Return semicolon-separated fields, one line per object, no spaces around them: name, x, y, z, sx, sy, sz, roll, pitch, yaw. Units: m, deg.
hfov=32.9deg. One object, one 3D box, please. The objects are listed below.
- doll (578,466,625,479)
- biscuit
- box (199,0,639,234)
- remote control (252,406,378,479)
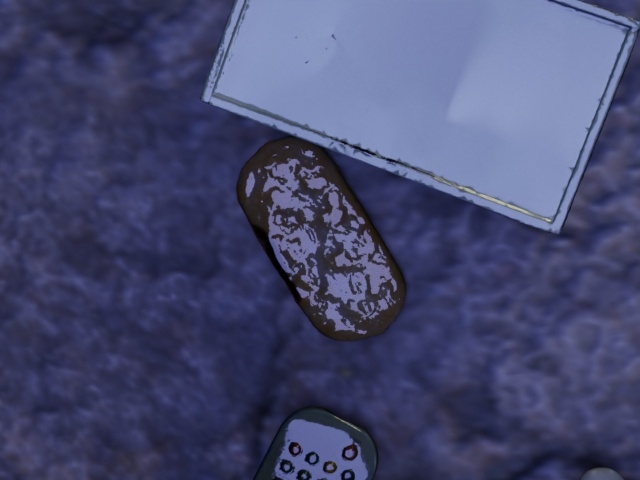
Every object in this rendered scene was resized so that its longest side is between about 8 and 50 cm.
doll;0.246;0.227;0.641;0.215;0.161;0.257;15;80;20
biscuit;0.000;0.000;0.711;0.071;0.018;0.147;-32;89;7
box;0.060;-0.105;0.659;0.225;0.086;0.129;21;97;6
remote control;-0.032;0.215;0.721;0.072;0.042;0.222;26;97;4
